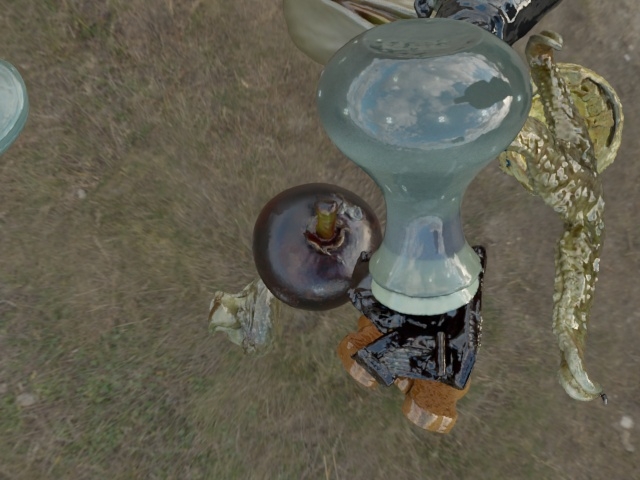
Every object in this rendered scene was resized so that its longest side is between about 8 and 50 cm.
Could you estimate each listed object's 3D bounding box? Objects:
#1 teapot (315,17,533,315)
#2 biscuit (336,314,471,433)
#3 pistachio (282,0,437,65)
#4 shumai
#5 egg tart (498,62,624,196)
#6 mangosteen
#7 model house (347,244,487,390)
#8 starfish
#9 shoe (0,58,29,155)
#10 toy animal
[{"bbox_3d":[0.093,-0.062,0.752,0.183,0.183,0.251,-7,121,-3],"label":"teapot"},{"bbox_3d":[0.138,0.183,1.289,0.202,0.334,0.047,35,110,6],"label":"biscuit"},{"bbox_3d":[0.070,-0.331,1.265,0.288,0.197,0.166,23,89,29],"label":"pistachio"},{"bbox_3d":[-0.160,0.152,1.774,0.153,0.161,0.209,4,128,-4],"label":"shumai"},{"bbox_3d":[0.480,-0.225,1.732,0.290,0.107,0.291,-1,98,-8],"label":"egg tart"},{"bbox_3d":[0.000,0.000,1.455,0.235,0.261,0.235,2,71,-7],"label":"mangosteen"},{"bbox_3d":[0.117,0.095,1.090,0.164,0.141,0.203,16,52,-6],"label":"model house"},{"bbox_3d":[0.283,-0.064,0.992,0.082,0.432,0.324,-11,119,29],"label":"starfish"},{"bbox_3d":[-0.364,-0.067,0.760,0.251,0.100,0.103,-32,73,-1],"label":"shoe"},{"bbox_3d":[0.189,-0.263,1.031,0.343,0.168,0.106,-52,125,-31],"label":"toy animal"}]
